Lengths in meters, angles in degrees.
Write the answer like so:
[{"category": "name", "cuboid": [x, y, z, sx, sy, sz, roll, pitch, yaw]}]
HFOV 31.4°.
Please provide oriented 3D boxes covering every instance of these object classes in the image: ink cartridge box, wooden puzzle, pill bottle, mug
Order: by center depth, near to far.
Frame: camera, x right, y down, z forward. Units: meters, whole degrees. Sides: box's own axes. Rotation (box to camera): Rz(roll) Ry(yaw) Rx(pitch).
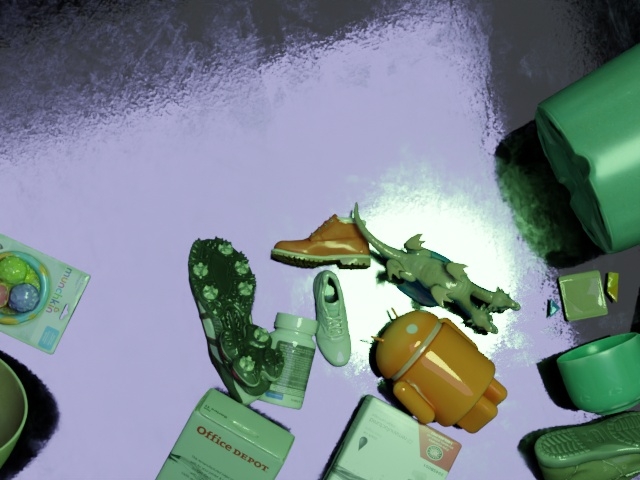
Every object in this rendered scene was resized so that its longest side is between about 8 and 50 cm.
[{"category": "ink cartridge box", "cuboid": [-0.151, 0.343, 1.661, 0.153, 0.087, 0.208, 31, 111, 1]}, {"category": "ink cartridge box", "cuboid": [0.092, 0.364, 1.712, 0.158, 0.092, 0.218, 28, 85, 0]}, {"category": "pill bottle", "cuboid": [-0.050, 0.182, 1.730, 0.078, 0.078, 0.137, 14, 84, -2]}, {"category": "mug", "cuboid": [0.449, 0.203, 1.730, 0.157, 0.129, 0.097, -19, 88, -5]}, {"category": "wooden puzzle", "cuboid": [0.416, 0.087, 1.800, 0.116, 0.014, 0.079, -3, 80, -4]}]

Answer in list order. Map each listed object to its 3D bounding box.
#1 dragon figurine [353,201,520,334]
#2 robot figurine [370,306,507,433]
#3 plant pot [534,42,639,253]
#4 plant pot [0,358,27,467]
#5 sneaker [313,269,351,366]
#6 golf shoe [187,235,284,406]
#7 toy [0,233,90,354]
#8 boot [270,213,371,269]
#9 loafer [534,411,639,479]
[{"category": "dragon figurine", "cuboid": [0.166, 0.052, 1.752, 0.289, 0.144, 0.085, 28, 84, 19]}, {"category": "robot figurine", "cuboid": [0.174, 0.193, 1.716, 0.219, 0.128, 0.158, 40, 83, 2]}, {"category": "plant pot", "cuboid": [0.523, -0.160, 1.692, 0.334, 0.341, 0.341, -27, 86, 2]}, {"category": "plant pot", "cuboid": [-0.580, 0.288, 1.618, 0.284, 0.284, 0.191, 23, 118, -1]}, {"category": "sneaker", "cuboid": [0.016, 0.120, 1.750, 0.053, 0.061, 0.152, -10, 86, -6]}, {"category": "golf shoe", "cuboid": [-0.148, 0.120, 1.713, 0.105, 0.120, 0.273, -2, 55, -28]}, {"category": "toy", "cuboid": [-0.490, 0.063, 1.730, 0.237, 0.056, 0.137, 25, 84, 0]}, {"category": "boot", "cuboid": [0.000, 0.000, 1.767, 0.157, 0.059, 0.085, 2, 81, -12]}, {"category": "loafer", "cuboid": [0.448, 0.329, 1.749, 0.251, 0.094, 0.088, -6, 118, -5]}]
